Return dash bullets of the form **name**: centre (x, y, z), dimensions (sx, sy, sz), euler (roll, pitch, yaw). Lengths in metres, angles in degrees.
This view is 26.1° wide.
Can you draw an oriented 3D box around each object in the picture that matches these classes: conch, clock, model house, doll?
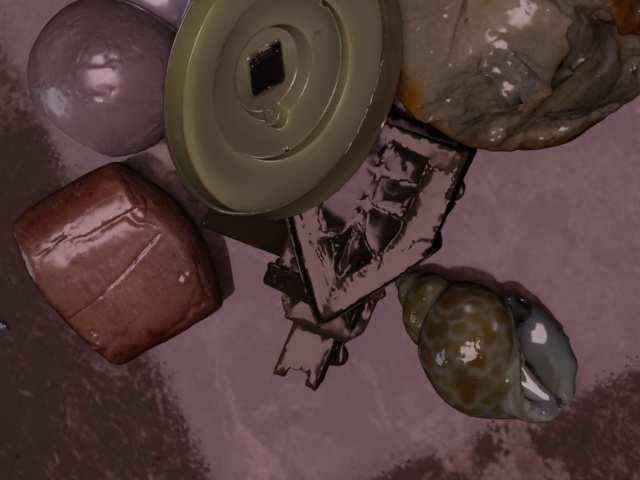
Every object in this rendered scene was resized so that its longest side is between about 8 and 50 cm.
- **conch**: centre (0.146, 0.101, 1.242), dimensions (0.173, 0.106, 0.116), euler (22, 76, -17)
- **clock**: centre (-0.036, -0.132, 1.077), dimensions (0.235, 0.029, 0.235), euler (-10, 75, 40)
- **model house**: centre (0.000, 0.000, 1.183), dimensions (0.204, 0.211, 0.243), euler (21, 99, 3)
- **doll**: centre (-0.136, -0.212, 1.202), dimensions (0.151, 0.151, 0.287), euler (35, 96, -1)

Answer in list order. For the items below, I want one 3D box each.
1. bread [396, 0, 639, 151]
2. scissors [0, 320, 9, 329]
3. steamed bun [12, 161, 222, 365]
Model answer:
- **bread**: centre (0.154, -0.221, 1.099), dimensions (0.225, 0.250, 0.279), euler (-26, 72, 43)
- **scissors**: centre (-0.390, 0.064, 1.319), dimensions (0.189, 0.015, 0.100), euler (12, 96, 2)
- **steamed bun**: centre (-0.179, 0.016, 1.256), dimensions (0.145, 0.106, 0.175), euler (-33, 108, 2)
